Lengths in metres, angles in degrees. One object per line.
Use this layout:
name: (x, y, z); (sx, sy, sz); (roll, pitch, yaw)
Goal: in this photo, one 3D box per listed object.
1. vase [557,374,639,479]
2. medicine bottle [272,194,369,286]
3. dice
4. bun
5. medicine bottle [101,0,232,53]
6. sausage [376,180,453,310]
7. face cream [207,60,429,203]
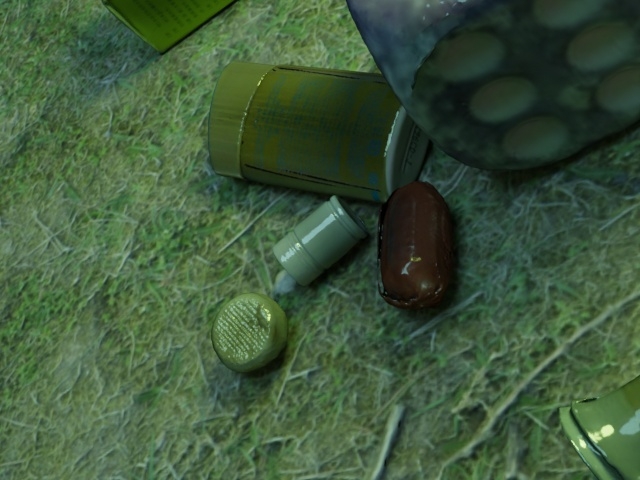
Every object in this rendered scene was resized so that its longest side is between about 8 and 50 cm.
vase: (0.349, 0.083, 1.202); (0.321, 0.173, 0.173); (-45, 46, 12)
medicine bottle: (0.000, 0.000, 1.565); (0.089, 0.057, 0.057); (-40, 47, 8)
dice: (0.185, -0.251, 1.440); (0.270, 0.270, 0.271); (-29, 50, 18)
bun: (-0.069, 0.097, 1.559); (0.086, 0.055, 0.086); (-9, 73, 30)
medicine bottle: (-0.160, -0.371, 1.856); (0.250, 0.141, 0.137); (-34, 52, 14)
sausage: (0.094, 0.007, 1.483); (0.076, 0.076, 0.141); (-17, 53, 27)
face cream: (-0.012, -0.123, 1.640); (0.285, 0.067, 0.139); (11, 80, 39)
